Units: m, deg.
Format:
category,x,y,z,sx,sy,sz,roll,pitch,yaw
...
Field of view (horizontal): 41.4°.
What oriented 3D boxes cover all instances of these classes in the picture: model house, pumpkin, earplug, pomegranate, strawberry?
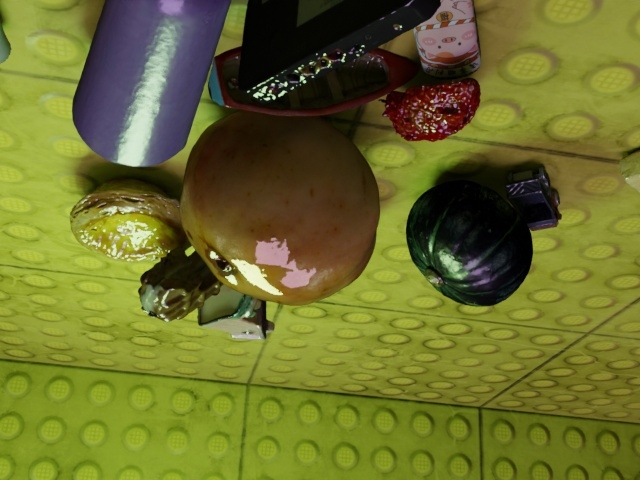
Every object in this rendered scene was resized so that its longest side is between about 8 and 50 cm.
category,x,y,z,sx,sy,sz,roll,pitch,yaw
model house,-0.180,0.128,2.251,0.202,0.236,0.237,-24,148,33
pumpkin,0.319,0.017,1.871,0.315,0.238,0.315,44,167,13
earplug,-0.262,-0.317,1.358,0.215,0.215,0.456,12,150,-18
pomegranate,-0.075,-0.080,1.665,0.412,0.411,0.411,3,155,1
strawberry,0.224,-0.231,1.503,0.175,0.097,0.228,-8,-177,-30

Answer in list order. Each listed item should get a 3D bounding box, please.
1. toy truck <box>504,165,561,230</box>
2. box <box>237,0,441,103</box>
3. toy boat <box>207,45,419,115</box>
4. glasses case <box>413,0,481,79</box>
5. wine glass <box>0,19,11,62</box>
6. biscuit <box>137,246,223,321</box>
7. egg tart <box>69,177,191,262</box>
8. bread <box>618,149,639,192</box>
category,x,y,z,sx,sy,sz,roll,pitch,yaw
toy truck,0.469,-0.090,1.864,0.083,0.092,0.192,-11,151,26
box,0.019,-0.347,1.243,0.350,0.211,0.058,-20,144,38
toy boat,-0.006,-0.274,1.449,0.392,0.136,0.079,-10,173,-32
glasses case,0.202,-0.350,1.377,0.103,0.067,0.266,-4,154,15
wine glass,-0.582,-0.374,1.397,0.093,0.092,0.202,3,155,2
biscuit,-0.278,0.060,2.003,0.115,0.366,0.268,44,152,11
egg tart,-0.438,-0.060,2.000,0.319,0.128,0.319,-1,153,0
bread,0.721,-0.136,1.767,0.126,0.068,0.188,-20,147,40
